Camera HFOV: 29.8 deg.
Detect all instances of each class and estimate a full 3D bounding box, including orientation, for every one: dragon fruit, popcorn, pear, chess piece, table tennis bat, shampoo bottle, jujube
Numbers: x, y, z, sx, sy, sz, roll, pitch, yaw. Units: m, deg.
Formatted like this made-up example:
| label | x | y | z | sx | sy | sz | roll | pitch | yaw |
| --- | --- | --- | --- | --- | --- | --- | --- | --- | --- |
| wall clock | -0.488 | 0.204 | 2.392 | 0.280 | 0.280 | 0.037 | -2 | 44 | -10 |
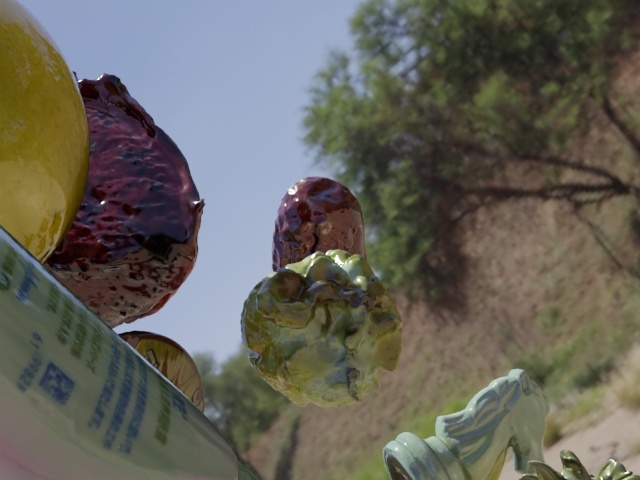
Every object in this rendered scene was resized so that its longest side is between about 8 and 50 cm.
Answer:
| label | x | y | z | sx | sy | sz | roll | pitch | yaw |
| --- | --- | --- | --- | --- | --- | --- | --- | --- | --- |
| dragon fruit | -0.262 | -0.038 | 1.508 | 0.286 | 0.329 | 0.228 | -8 | -39 | 5 |
| popcorn | -0.002 | 0.098 | 1.387 | 0.198 | 0.198 | 0.212 | -37 | -33 | -8 |
| pear | -0.413 | -0.102 | 1.201 | 0.362 | 0.418 | 0.362 | -18 | -45 | -19 |
| chess piece | 0.268 | 0.352 | 2.033 | 0.298 | 0.176 | 0.176 | -28 | -11 | -15 |
| table tennis bat | -0.237 | 0.185 | 1.358 | 0.310 | 0.038 | 0.200 | 45 | -115 | -49 |
| shampoo bottle | -0.136 | 0.142 | 0.694 | 0.151 | 0.349 | 0.222 | -43 | 21 | 2 |
| jujube | 0.000 | 0.000 | 1.878 | 0.155 | 0.155 | 0.230 | -34 | -30 | -30 |

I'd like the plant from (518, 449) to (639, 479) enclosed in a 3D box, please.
| label | x | y | z | sx | sy | sz | roll | pitch | yaw |
| --- | --- | --- | --- | --- | --- | --- | --- | --- | --- |
| plant | 0.311 | 0.382 | 1.346 | 0.297 | 0.306 | 0.261 | -2 | -41 | -45 |
